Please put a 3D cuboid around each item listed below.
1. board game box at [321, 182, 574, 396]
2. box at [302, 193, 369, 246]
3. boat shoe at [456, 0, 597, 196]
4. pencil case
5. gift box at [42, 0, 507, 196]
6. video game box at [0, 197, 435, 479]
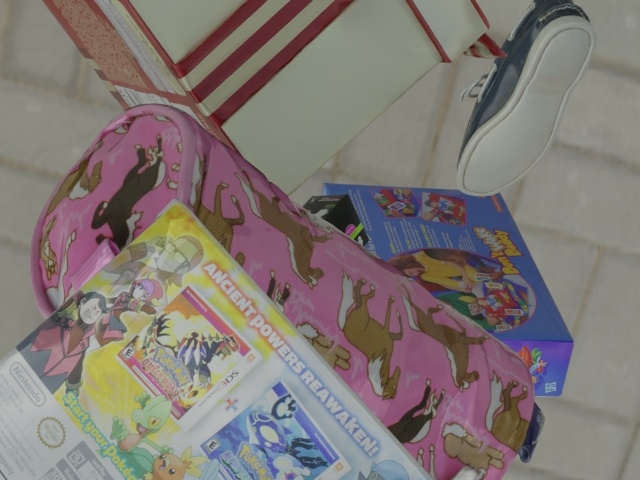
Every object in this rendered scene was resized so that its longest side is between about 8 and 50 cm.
[{"bbox_3d":[0.136,0.051,1.932,0.233,0.347,0.078,3,120,-11],"label":"board game box"},{"bbox_3d":[0.000,0.000,1.682,0.052,0.083,0.062,-1,126,42],"label":"box"},{"bbox_3d":[0.208,-0.156,1.744,0.095,0.079,0.254,2,134,-21],"label":"boat shoe"},{"bbox_3d":[-0.017,0.062,1.102,0.386,0.167,0.160,36,83,-36],"label":"pencil case"},{"bbox_3d":[-0.029,-0.189,1.248,0.258,0.276,0.255,-43,119,-15],"label":"gift box"},{"bbox_3d":[-0.069,0.113,0.750,0.187,0.048,0.205,-43,64,-1],"label":"video game box"}]
